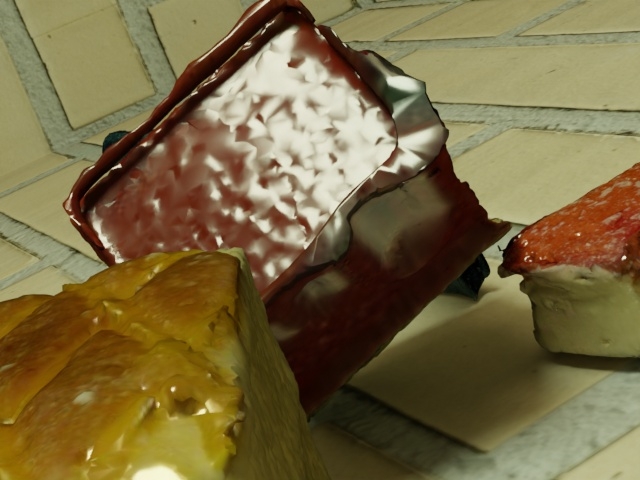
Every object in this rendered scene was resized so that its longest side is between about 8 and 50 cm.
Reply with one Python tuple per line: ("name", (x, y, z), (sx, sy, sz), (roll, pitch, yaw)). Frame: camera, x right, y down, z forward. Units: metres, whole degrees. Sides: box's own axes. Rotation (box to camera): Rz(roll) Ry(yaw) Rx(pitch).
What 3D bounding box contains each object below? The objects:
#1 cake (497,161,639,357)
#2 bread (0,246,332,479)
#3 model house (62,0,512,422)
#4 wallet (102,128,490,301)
("cake", (0.203, -0.003, 0.832), (0.116, 0.086, 0.220), (-3, 25, 42))
("bread", (-0.128, 0.155, 0.544), (0.279, 0.207, 0.279), (-19, 15, 5))
("model house", (0.000, 0.000, 0.801), (0.196, 0.160, 0.254), (-44, -27, 1))
("wallet", (-0.033, -0.034, 1.066), (0.379, 0.191, 0.046), (3, 52, 55))
